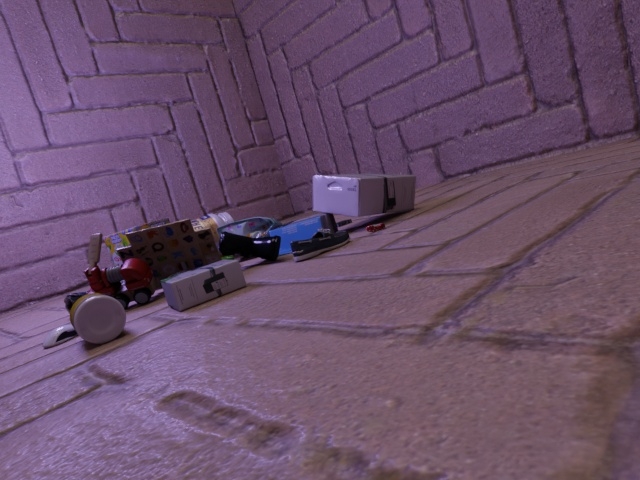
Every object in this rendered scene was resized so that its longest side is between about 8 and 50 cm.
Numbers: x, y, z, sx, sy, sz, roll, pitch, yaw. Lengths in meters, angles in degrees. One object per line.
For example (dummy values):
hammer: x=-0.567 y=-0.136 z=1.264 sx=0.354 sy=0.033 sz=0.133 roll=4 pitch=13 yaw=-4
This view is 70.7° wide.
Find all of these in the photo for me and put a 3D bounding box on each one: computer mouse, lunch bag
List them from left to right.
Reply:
computer mouse: x=-0.738 y=0.263 z=1.348 sx=0.106 sy=0.042 sz=0.193 roll=-12 pitch=8 yaw=23
lunch bag: x=-0.303 y=-0.027 z=2.062 sx=0.262 sy=0.160 sz=0.223 roll=-20 pitch=-7 yaw=7

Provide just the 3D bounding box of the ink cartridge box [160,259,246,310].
ink cartridge box: x=-0.346 y=0.126 z=1.336 sx=0.208 sy=0.087 sz=0.153 roll=-19 pitch=8 yaw=-30

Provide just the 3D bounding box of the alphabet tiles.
alphabet tiles: x=-0.556 y=0.058 z=1.680 sx=0.342 sy=0.285 sz=0.011 roll=-13 pitch=39 yaw=-4

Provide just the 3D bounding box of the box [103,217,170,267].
box: x=-0.798 y=0.072 z=2.050 sx=0.290 sy=0.279 sz=0.177 roll=-10 pitch=9 yaw=39

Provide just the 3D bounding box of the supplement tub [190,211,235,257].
supplement tub: x=-0.576 y=0.003 z=2.218 sx=0.316 sy=0.228 sz=0.228 roll=-25 pitch=10 yaw=-28

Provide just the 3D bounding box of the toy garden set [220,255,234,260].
toy garden set: x=-0.492 y=0.124 z=1.900 sx=0.244 sy=0.049 sz=0.204 roll=-19 pitch=9 yaw=-19

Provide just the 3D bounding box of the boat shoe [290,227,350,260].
boat shoe: x=0.000 y=0.000 z=1.579 sx=0.254 sy=0.079 sz=0.095 roll=-21 pitch=8 yaw=-33

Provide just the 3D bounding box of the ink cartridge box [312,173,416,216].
ink cartridge box: x=0.196 y=-0.213 z=2.022 sx=0.394 sy=0.166 sz=0.285 roll=-10 pitch=14 yaw=-43

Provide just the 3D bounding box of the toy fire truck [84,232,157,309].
toy fire truck: x=-0.713 y=0.102 z=1.571 sx=0.217 sy=0.246 sz=0.158 roll=-16 pitch=27 yaw=1

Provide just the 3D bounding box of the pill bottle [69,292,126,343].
pill bottle: x=-0.591 y=0.199 z=1.187 sx=0.119 sy=0.119 sz=0.208 roll=-20 pitch=8 yaw=-32

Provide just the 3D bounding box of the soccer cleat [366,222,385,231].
soccer cleat: x=0.207 y=-0.048 z=1.712 sx=0.083 sy=0.029 sz=0.035 roll=-15 pitch=-3 yaw=-21

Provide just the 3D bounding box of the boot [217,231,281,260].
boot: x=-0.273 y=0.020 z=1.697 sx=0.207 sy=0.094 sz=0.246 roll=10 pitch=-9 yaw=-20

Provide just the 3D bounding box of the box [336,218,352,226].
box: x=0.109 y=-0.087 z=2.297 sx=0.083 sy=0.018 sz=0.067 roll=-20 pitch=8 yaw=-30

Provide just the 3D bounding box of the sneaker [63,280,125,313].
sneaker: x=-0.899 y=0.225 z=1.793 sx=0.226 sy=0.086 sz=0.163 roll=-25 pitch=-5 yaw=6

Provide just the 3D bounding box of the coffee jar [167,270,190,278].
coffee jar: x=-0.443 y=0.142 z=1.476 sx=0.096 sy=0.079 sz=0.184 roll=-20 pitch=7 yaw=-28

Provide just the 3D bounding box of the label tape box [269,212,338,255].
label tape box: x=-0.081 y=-0.033 z=1.937 sx=0.240 sy=0.106 sz=0.333 roll=-15 pitch=7 yaw=16
